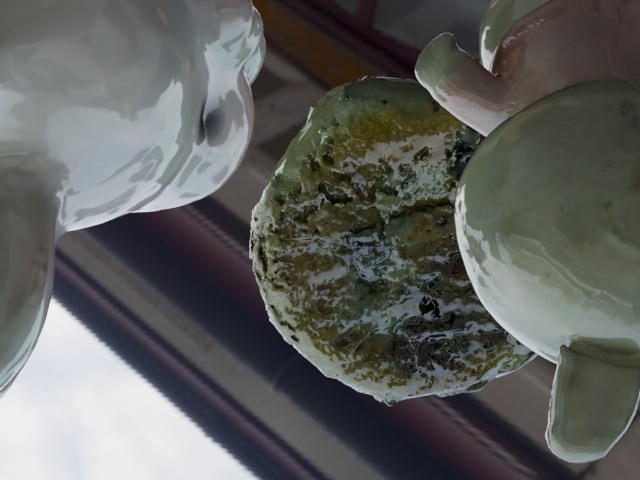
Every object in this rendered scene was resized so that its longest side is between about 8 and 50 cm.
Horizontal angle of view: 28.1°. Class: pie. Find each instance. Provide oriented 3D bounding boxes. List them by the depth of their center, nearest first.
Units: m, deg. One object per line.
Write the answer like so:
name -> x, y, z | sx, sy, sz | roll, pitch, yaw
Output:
pie -> 0.078, 0.013, 1.313 | 0.296, 0.371, 0.078 | -26, -157, 9

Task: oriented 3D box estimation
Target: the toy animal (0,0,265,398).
toy animal -> -0.149, -0.091, 0.594 | 0.241, 0.196, 0.368 | -18, -148, 0

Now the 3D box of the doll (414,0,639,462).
doll -> 0.117, -0.034, 0.536 | 0.154, 0.113, 0.275 | 4, -142, -1
